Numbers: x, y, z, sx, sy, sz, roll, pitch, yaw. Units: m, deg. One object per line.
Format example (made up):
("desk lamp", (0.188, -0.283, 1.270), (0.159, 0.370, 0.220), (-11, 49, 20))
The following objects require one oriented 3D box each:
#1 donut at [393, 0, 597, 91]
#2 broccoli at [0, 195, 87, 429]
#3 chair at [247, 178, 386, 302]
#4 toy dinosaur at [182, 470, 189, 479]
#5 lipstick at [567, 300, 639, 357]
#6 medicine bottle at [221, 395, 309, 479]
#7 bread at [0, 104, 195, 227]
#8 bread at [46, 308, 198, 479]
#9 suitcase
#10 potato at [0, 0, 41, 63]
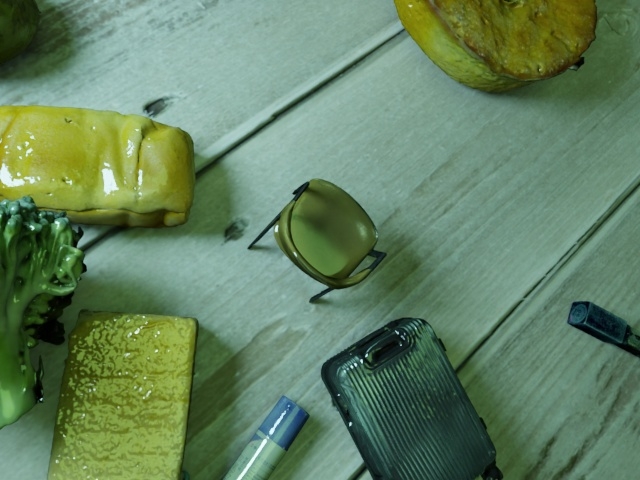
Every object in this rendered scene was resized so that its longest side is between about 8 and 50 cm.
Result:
("donut", (0.334, -0.474, 1.055), (0.434, 0.163, 0.378), (1, 82, -19))
("broccoli", (-0.455, 0.081, 0.627), (0.323, 0.334, 0.272), (11, 109, 25))
("chair", (0.000, 0.000, 0.818), (0.158, 0.247, 0.172), (42, 70, -7))
("toy dinosaur", (-0.211, 0.395, 0.796), (0.047, 0.030, 0.083), (26, 74, -14))
("lipstick", (0.650, 0.211, 1.091), (0.312, 0.051, 0.051), (26, 73, -14))
("medicine bottle", (-0.105, 0.354, 0.821), (0.059, 0.059, 0.231), (40, 71, -7))
("bread", (-0.339, -0.103, 0.792), (0.294, 0.132, 0.167), (4, 73, -15))
("bread", (-0.280, 0.241, 0.761), (0.184, 0.114, 0.275), (6, 78, -13))
("suitcase", (0.146, 0.295, 0.873), (0.202, 0.128, 0.312), (-27, 89, -20))
("potato", (-0.563, -0.331, 0.730), (0.307, 0.210, 0.173), (2, 121, -10))
